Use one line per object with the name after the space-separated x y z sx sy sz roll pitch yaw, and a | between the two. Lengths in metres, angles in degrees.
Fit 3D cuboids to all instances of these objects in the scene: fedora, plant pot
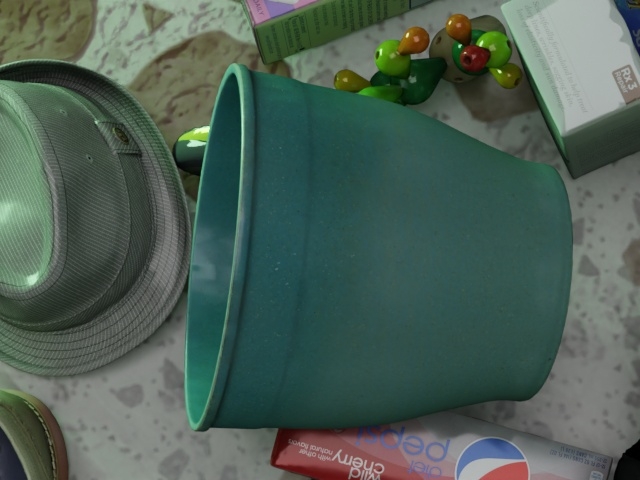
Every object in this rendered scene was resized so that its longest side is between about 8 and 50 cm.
-0.246 -0.027 1.609 0.244 0.124 0.275 -26 77 14 | fedora
0.043 0.017 1.446 0.255 0.271 0.271 6 81 -9 | plant pot

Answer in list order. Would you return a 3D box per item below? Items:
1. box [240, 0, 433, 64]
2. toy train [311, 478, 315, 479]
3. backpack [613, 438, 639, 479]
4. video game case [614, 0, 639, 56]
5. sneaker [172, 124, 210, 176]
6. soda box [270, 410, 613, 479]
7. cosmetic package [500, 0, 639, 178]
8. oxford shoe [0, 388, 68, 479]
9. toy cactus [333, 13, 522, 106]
0.022 -0.300 1.646 0.243 0.117 0.213 -21 79 -2 | box
0.015 0.166 1.627 0.024 0.017 0.083 37 86 20 | toy train
0.273 0.233 1.508 0.115 0.182 0.152 18 82 8 | backpack
0.264 -0.293 1.515 0.061 0.269 0.244 -1 55 24 | video game case
0.000 0.000 1.612 0.300 0.111 0.121 29 88 11 | sneaker
0.095 0.179 1.566 0.263 0.092 0.083 15 84 2 | soda box
0.209 -0.129 1.545 0.085 0.231 0.117 -25 79 8 | cosmetic package
-0.259 0.313 1.561 0.140 0.146 0.397 -13 80 2 | oxford shoe
0.099 -0.133 1.603 0.180 0.219 0.112 -35 89 -42 | toy cactus
